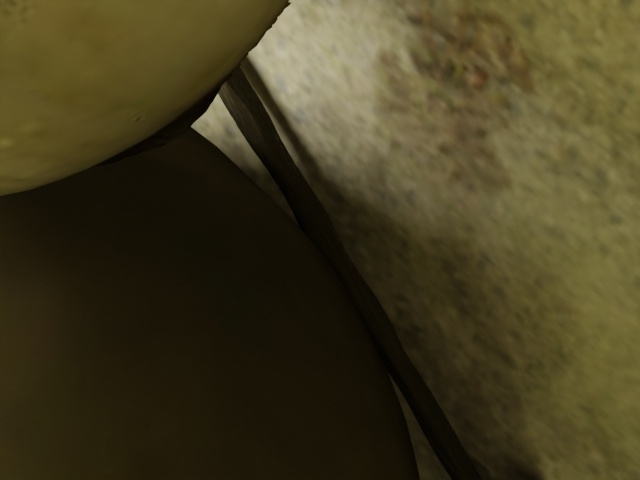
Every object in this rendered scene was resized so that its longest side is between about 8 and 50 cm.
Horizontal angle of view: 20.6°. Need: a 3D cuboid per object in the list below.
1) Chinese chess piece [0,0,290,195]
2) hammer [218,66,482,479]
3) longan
[{"bbox_3d":[-0.108,-0.137,0.474,0.257,0.104,0.257,-3,83,28],"label":"Chinese chess piece"},{"bbox_3d":[0.000,0.000,0.675,0.058,0.029,0.292,-17,107,53],"label":"hammer"},{"bbox_3d":[-0.132,0.093,0.653,0.361,0.361,0.361,31,142,27],"label":"longan"}]
